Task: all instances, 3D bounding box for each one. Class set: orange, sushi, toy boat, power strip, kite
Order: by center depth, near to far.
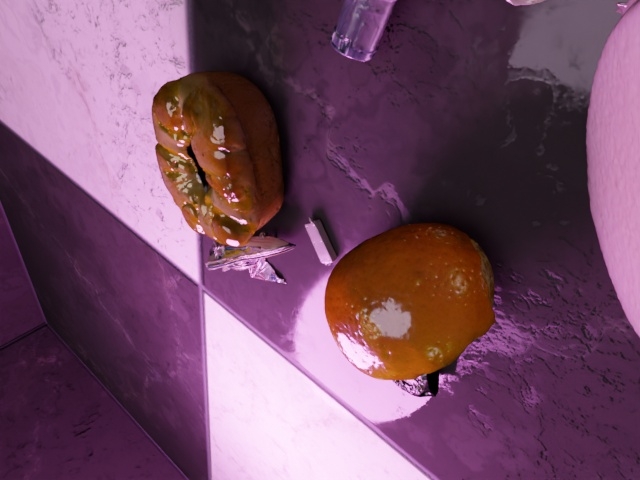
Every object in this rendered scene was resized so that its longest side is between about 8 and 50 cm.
[{"bbox_3d":[0.092,0.083,0.590,0.237,0.158,0.179,-39,64,54],"label":"orange"},{"bbox_3d":[0.135,0.188,0.714,0.085,0.056,0.083,8,129,41],"label":"sushi"},{"bbox_3d":[0.000,0.000,0.745,0.027,0.017,0.083,-8,111,46],"label":"power strip"},{"bbox_3d":[-0.119,0.018,0.825,0.210,0.084,0.066,-8,97,42],"label":"toy boat"},{"bbox_3d":[-0.110,0.033,0.886,0.139,0.011,0.156,47,140,6],"label":"kite"}]

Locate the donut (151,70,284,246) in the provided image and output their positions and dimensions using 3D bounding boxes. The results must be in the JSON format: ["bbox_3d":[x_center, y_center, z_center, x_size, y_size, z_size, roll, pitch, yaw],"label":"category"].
[{"bbox_3d":[-0.158,-0.127,0.729,0.208,0.128,0.261,28,133,31],"label":"donut"}]

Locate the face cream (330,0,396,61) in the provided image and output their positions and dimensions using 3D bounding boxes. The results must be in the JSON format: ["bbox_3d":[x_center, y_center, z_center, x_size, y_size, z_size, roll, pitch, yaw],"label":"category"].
[{"bbox_3d":[0.080,-0.301,0.415,0.144,0.071,0.291,39,137,14],"label":"face cream"}]

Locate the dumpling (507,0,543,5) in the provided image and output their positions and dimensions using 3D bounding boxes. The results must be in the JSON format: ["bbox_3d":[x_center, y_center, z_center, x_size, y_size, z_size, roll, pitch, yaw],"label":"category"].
[{"bbox_3d":[0.185,-0.231,0.384,0.059,0.043,0.077,23,117,11],"label":"dumpling"}]

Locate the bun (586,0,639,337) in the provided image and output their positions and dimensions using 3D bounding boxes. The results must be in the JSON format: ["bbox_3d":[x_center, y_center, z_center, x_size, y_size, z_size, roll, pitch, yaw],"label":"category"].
[{"bbox_3d":[0.293,-0.042,0.288,0.175,0.263,0.263,-8,114,13],"label":"bun"}]
